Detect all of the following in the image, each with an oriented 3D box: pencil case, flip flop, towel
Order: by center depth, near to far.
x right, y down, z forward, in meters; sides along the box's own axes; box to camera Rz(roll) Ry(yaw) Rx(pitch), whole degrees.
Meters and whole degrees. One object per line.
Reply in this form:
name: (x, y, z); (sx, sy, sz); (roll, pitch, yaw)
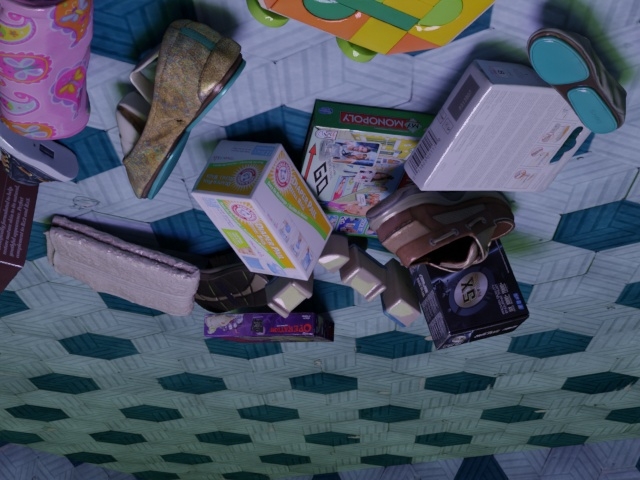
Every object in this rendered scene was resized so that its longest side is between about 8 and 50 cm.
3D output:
pencil case: (-0.324, -0.229, 1.064); (0.124, 0.124, 0.284); (7, 154, -11)
towel: (-0.355, 0.052, 1.653); (0.282, 0.049, 0.187); (19, 153, -4)
flip flop: (-0.168, 0.066, 1.684); (0.277, 0.080, 0.112); (-9, 127, 45)

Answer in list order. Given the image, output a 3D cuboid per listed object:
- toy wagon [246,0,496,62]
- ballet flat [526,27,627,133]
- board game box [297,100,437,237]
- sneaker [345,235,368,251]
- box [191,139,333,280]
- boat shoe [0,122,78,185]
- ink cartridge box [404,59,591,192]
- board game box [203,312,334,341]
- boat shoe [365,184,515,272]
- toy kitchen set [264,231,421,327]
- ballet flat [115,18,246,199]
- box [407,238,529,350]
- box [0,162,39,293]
toy wagon: (0.020, -0.300, 0.944); (0.344, 0.068, 0.267); (15, 151, -26)
ballet flat: (0.311, -0.208, 1.119); (0.072, 0.068, 0.213); (-4, 151, 39)
board game box: (0.072, -0.094, 1.391); (0.213, 0.046, 0.317); (6, 154, -6)
sneaker: (0.000, 0.000, 1.575); (0.166, 0.065, 0.076); (-1, 147, -3)
box: (-0.082, -0.044, 1.366); (0.114, 0.103, 0.203); (7, 147, 33)
boat shoe: (-0.438, -0.128, 1.331); (0.083, 0.065, 0.183); (-11, 152, 22)
ink cartridge box: (0.251, -0.145, 1.227); (0.232, 0.066, 0.189); (-5, 142, -36)
board game box: (-0.092, 0.177, 1.846); (0.208, 0.056, 0.347); (3, 172, 8)
boat shoe: (0.196, -0.006, 1.391); (0.324, 0.116, 0.123); (-3, 151, -46)
toy kitchen set: (0.036, 0.083, 1.565); (0.207, 0.122, 0.166); (37, 115, -23)
ballet flat: (-0.205, -0.170, 1.200); (0.123, 0.123, 0.348); (13, 153, -22)
box: (0.238, 0.072, 1.525); (0.147, 0.180, 0.077); (-11, 158, -16)
box: (-0.561, -0.017, 1.452); (0.167, 0.169, 0.203); (17, 151, -28)
